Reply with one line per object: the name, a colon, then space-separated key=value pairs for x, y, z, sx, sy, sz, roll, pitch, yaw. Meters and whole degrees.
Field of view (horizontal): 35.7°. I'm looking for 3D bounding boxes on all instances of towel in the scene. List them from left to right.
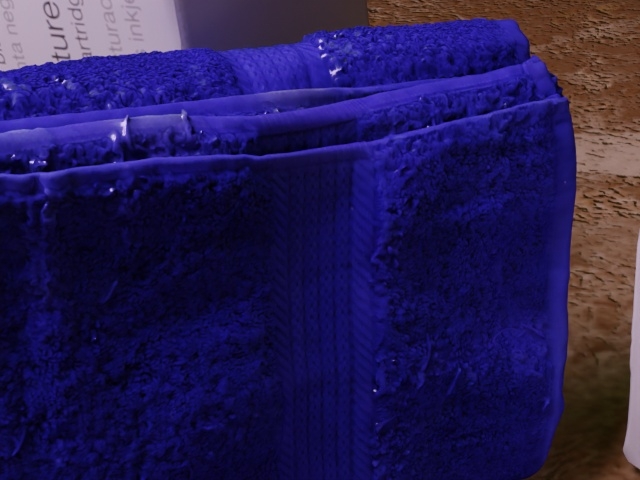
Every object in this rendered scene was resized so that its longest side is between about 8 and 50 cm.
towel: x=-0.028 y=0.035 z=0.392 sx=0.308 sy=0.227 sz=0.076 roll=-11 pitch=15 yaw=-28

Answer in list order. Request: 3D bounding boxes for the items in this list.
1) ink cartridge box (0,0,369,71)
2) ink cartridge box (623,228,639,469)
ink cartridge box: x=-0.174 y=-0.071 z=0.590 sx=0.395 sy=0.285 sz=0.166 roll=11 pitch=37 yaw=28
ink cartridge box: x=0.247 y=0.094 z=0.309 sx=0.354 sy=0.207 sz=0.119 roll=16 pitch=38 yaw=35
